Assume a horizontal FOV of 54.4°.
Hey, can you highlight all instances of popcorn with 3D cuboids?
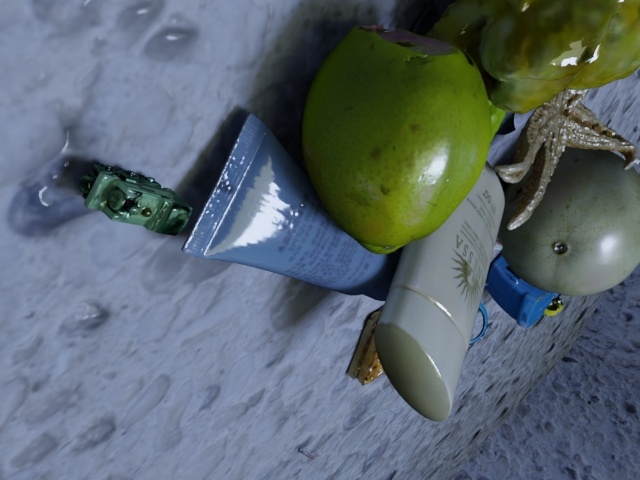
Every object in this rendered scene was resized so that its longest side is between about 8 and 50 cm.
[{"bbox_3d":[0.248,-0.253,0.641,0.276,0.225,0.276,-3,112,-8],"label":"popcorn"}]

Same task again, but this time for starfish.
[{"bbox_3d":[0.373,-0.187,0.924,0.327,0.094,0.375,9,104,-39],"label":"starfish"}]

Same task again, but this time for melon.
[{"bbox_3d":[0.454,-0.039,1.129,0.330,0.268,0.268,-39,152,-57],"label":"melon"}]

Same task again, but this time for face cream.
[{"bbox_3d":[0.000,0.000,0.700,0.385,0.086,0.136,30,86,-57],"label":"face cream"},{"bbox_3d":[0.163,0.041,0.821,0.173,0.081,0.348,52,49,-35],"label":"face cream"}]

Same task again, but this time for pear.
[{"bbox_3d":[0.069,-0.086,0.599,0.187,0.187,0.220,-16,125,-47],"label":"pear"}]

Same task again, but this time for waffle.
[{"bbox_3d":[0.108,0.175,1.081,0.102,0.042,0.148,-20,137,-43],"label":"waffle"}]

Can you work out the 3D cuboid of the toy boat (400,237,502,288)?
[{"bbox_3d":[0.211,0.028,0.990,0.262,0.114,0.115,6,128,-48],"label":"toy boat"}]

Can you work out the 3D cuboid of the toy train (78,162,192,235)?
[{"bbox_3d":[-0.144,-0.032,0.482,0.033,0.053,0.083,-59,152,10],"label":"toy train"}]

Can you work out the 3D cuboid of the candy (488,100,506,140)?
[{"bbox_3d":[0.190,-0.172,0.782,0.209,0.096,0.097,-57,151,-4],"label":"candy"}]

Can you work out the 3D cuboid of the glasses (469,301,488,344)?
[{"bbox_3d":[0.252,0.232,1.289,0.239,0.102,0.207,-45,150,-16],"label":"glasses"}]

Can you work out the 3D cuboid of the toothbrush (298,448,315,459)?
[{"bbox_3d":[-0.024,0.402,1.167,0.006,0.008,0.097,-35,150,-4],"label":"toothbrush"}]

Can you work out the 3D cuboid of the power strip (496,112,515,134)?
[{"bbox_3d":[0.275,-0.248,0.868,0.137,0.044,0.216,-18,136,-46],"label":"power strip"}]

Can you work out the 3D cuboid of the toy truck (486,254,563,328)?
[{"bbox_3d":[0.551,0.027,1.443,0.385,0.162,0.161,-41,149,-19],"label":"toy truck"}]
